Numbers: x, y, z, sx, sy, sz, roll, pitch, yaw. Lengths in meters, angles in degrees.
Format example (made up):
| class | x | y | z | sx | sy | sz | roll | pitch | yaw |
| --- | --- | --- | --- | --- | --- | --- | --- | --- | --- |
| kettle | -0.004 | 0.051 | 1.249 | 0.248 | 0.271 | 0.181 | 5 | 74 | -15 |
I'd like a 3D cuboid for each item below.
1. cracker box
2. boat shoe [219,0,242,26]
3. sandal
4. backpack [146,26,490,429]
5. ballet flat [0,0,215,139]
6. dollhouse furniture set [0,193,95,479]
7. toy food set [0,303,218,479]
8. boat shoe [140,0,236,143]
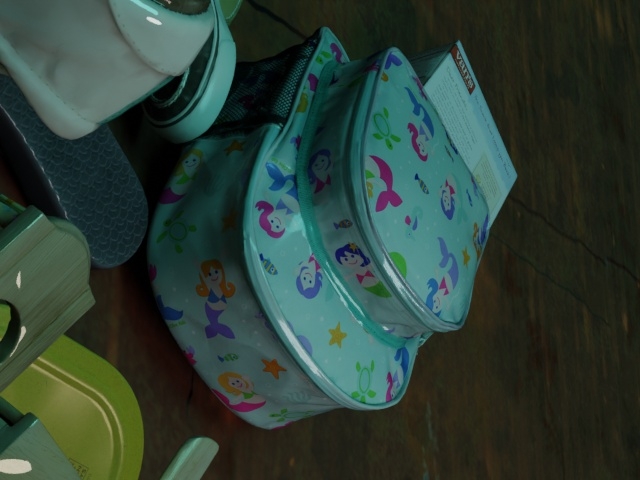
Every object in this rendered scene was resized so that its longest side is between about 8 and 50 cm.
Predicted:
| class | x | y | z | sx | sy | sz | roll | pitch | yaw |
| --- | --- | --- | --- | --- | --- | --- | --- | --- | --- |
| cracker box | 0.097 | -0.063 | 1.216 | 0.156 | 0.067 | 0.232 | 64 | 34 | -20 |
| boat shoe | -0.068 | -0.246 | 1.023 | 0.068 | 0.072 | 0.190 | 33 | 51 | -48 |
| sandal | -0.184 | -0.092 | 0.808 | 0.097 | 0.054 | 0.255 | -45 | 125 | -47 |
| backpack | 0.000 | 0.000 | 0.937 | 0.225 | 0.191 | 0.254 | 57 | 41 | -29 |
| ballet flat | -0.231 | -0.199 | 0.660 | 0.400 | 0.139 | 0.139 | 41 | 36 | 1 |
| dollhouse furniture set | -0.126 | 0.058 | 0.557 | 0.101 | 0.182 | 0.161 | -45 | 143 | -21 |
| toy food set | -0.171 | 0.113 | 0.730 | 0.218 | 0.071 | 0.128 | 41 | 69 | -40 |
| boat shoe | -0.112 | -0.171 | 0.928 | 0.070 | 0.077 | 0.219 | 32 | 44 | -49 |
